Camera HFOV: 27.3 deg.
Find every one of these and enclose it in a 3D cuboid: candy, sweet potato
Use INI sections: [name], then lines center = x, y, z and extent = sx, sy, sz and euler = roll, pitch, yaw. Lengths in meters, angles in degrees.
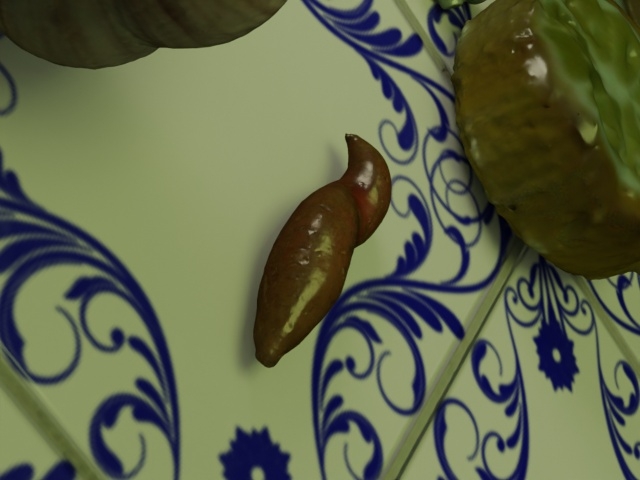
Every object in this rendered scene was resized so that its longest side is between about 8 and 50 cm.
[candy]
center = 0.216, -0.096, 1.084
extent = 0.260, 0.118, 0.260
euler = 26, 53, -40
[sweet potato]
center = 0.002, 0.001, 0.846
extent = 0.055, 0.058, 0.202
euler = 36, 47, -5

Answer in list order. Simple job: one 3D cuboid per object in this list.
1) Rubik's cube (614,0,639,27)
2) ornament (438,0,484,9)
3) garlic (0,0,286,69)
[Rubik's cube]
center = 0.360, -0.415, 1.204
extent = 0.352, 0.347, 0.351
euler = 29, 53, -37
[ornament]
center = 0.106, -0.224, 1.076
extent = 0.092, 0.041, 0.068
euler = -14, 90, -60
[garlic]
center = -0.115, -0.234, 0.637
extent = 0.241, 0.322, 0.322
euler = -32, 98, -53
